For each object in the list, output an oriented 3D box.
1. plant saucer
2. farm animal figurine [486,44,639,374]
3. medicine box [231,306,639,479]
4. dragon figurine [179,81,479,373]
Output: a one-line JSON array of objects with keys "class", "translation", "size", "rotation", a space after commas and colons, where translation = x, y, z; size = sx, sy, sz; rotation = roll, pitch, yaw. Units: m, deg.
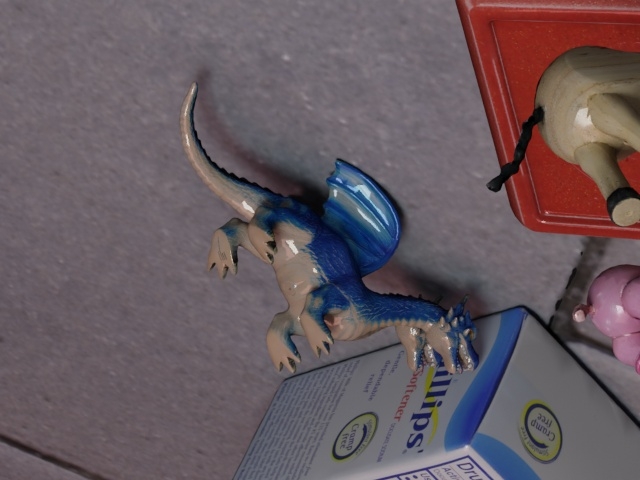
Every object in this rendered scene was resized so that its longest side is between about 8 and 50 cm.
[{"class": "plant saucer", "translation": [0.216, -0.085, 1.297], "size": [0.259, 0.047, 0.258], "rotation": [5, 138, 25]}, {"class": "farm animal figurine", "translation": [0.278, -0.046, 1.146], "size": [0.327, 0.172, 0.330], "rotation": [-35, 132, 3]}, {"class": "medicine box", "translation": [0.118, 0.219, 1.621], "size": [0.289, 0.149, 0.263], "rotation": [-21, 123, 43]}, {"class": "dragon figurine", "translation": [0.000, 0.000, 1.483], "size": [0.289, 0.144, 0.085], "rotation": [55, 139, 0]}]
